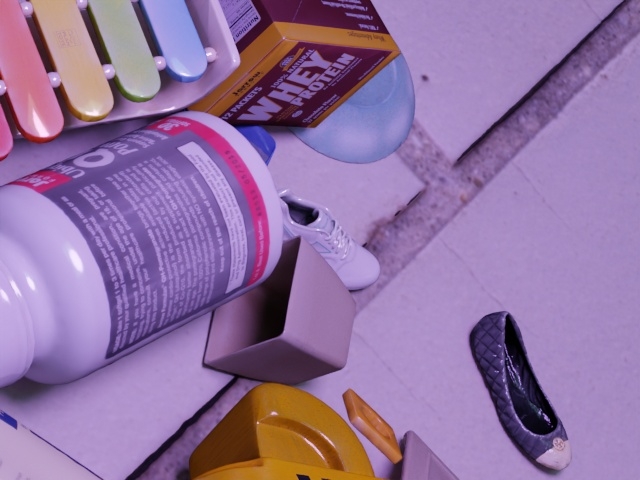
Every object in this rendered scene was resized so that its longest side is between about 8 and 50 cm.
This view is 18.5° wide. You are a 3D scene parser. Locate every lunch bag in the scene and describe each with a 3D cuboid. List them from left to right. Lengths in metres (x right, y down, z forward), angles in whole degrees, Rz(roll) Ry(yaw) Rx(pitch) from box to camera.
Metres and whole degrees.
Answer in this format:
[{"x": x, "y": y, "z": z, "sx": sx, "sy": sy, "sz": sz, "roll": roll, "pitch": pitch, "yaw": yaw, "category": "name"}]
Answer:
[{"x": -0.096, "y": -0.093, "z": 1.878, "sx": 0.098, "sy": 0.065, "sz": 0.067, "roll": 37, "pitch": 52, "yaw": -15, "category": "lunch bag"}]

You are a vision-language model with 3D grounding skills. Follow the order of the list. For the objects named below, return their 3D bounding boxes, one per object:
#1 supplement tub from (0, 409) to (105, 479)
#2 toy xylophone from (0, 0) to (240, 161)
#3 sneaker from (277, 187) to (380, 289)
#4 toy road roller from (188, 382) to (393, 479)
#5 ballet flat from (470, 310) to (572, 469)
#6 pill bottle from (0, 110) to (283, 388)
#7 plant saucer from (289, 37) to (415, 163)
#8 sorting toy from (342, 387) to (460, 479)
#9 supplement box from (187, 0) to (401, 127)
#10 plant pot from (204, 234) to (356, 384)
[{"x": -0.278, "y": 0.243, "z": 1.476, "sx": 0.325, "sy": 0.235, "sz": 0.235, "roll": 36, "pitch": 52, "yaw": -13, "category": "supplement tub"}, {"x": -0.245, "y": -0.188, "z": 1.718, "sx": 0.323, "sy": 0.081, "sz": 0.236, "roll": -21, "pitch": 74, "yaw": -32, "category": "toy xylophone"}, {"x": 0.000, "y": 0.000, "z": 1.904, "sx": 0.152, "sy": 0.061, "sz": 0.053, "roll": 29, "pitch": 53, "yaw": -22, "category": "sneaker"}, {"x": 0.013, "y": 0.262, "z": 1.674, "sx": 0.329, "sy": 0.202, "sz": 0.240, "roll": 14, "pitch": 48, "yaw": -29, "category": "toy road roller"}, {"x": 0.204, "y": 0.153, "z": 1.977, "sx": 0.057, "sy": 0.049, "sz": 0.173, "roll": -24, "pitch": 83, "yaw": -39, "category": "ballet flat"}, {"x": -0.198, "y": 0.017, "z": 1.683, "sx": 0.318, "sy": 0.176, "sz": 0.176, "roll": -27, "pitch": 85, "yaw": -40, "category": "pill bottle"}, {"x": 0.027, "y": -0.175, "z": 2.022, "sx": 0.195, "sy": 0.037, "sz": 0.195, "roll": 15, "pitch": 60, "yaw": -28, "category": "plant saucer"}, {"x": 0.128, "y": 0.274, "z": 1.817, "sx": 0.347, "sy": 0.047, "sz": 0.196, "roll": 47, "pitch": 9, "yaw": -7, "category": "sorting toy"}, {"x": -0.062, "y": -0.223, "z": 1.873, "sx": 0.191, "sy": 0.129, "sz": 0.194, "roll": -2, "pitch": 58, "yaw": -54, "category": "supplement box"}, {"x": -0.029, "y": 0.076, "z": 1.824, "sx": 0.096, "sy": 0.109, "sz": 0.109, "roll": 34, "pitch": 52, "yaw": -33, "category": "plant pot"}]
